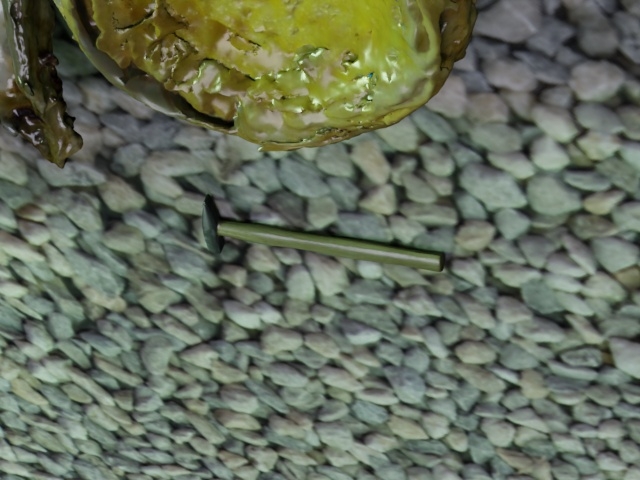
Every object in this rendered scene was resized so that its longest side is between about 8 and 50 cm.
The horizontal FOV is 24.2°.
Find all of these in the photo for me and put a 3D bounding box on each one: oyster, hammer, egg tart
[{"bbox_3d":[-0.258,-0.191,1.012,0.128,0.079,0.345,-11,125,34],"label":"oyster"},{"bbox_3d":[0.000,0.000,1.177,0.198,0.013,0.062,8,141,14],"label":"hammer"},{"bbox_3d":[-0.036,-0.173,0.914,0.290,0.107,0.291,12,146,8],"label":"egg tart"}]
